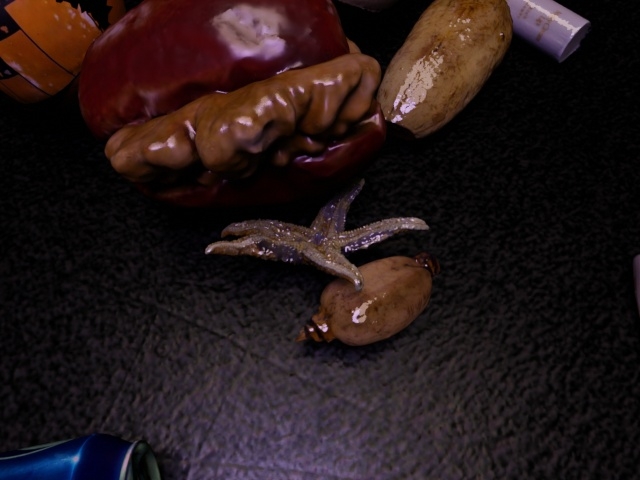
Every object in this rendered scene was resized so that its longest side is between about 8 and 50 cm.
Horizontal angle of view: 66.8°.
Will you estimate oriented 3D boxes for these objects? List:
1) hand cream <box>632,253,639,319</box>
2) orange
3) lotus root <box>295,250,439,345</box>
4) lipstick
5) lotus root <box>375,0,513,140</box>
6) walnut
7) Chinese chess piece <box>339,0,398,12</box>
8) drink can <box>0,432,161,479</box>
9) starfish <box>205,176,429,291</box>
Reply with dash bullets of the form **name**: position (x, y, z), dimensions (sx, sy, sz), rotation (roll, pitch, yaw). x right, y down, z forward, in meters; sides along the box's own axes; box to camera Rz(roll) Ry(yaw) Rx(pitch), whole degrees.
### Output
- **hand cream**: position (0.331, 0.080, 0.460), dimensions (0.057, 0.037, 0.165), rotation (2, 69, 0)
- **orange**: position (-0.306, -0.251, 0.509), dimensions (0.182, 0.234, 0.234), rotation (-14, 62, -26)
- **lotus root**: position (0.046, 0.058, 0.443), dimensions (0.152, 0.063, 0.072), rotation (-24, 53, -15)
- **lipstick**: position (0.234, -0.334, 0.659), dimensions (0.059, 0.059, 0.264), rotation (-40, 69, -19)
- **lotus root**: position (0.153, -0.218, 0.577), dimensions (0.110, 0.097, 0.258), rotation (31, 69, 12)
- **walnut**: position (-0.081, -0.121, 0.454), dimensions (0.269, 0.221, 0.244), rotation (-19, 38, 7)
- **Chinese chess piece**: position (0.017, -0.399, 0.620), dimensions (0.250, 0.103, 0.249), rotation (16, 45, -17)
- **drink can**: position (-0.219, 0.206, 0.331), dimensions (0.205, 0.118, 0.118), rotation (-8, 62, -6)
- **starfish**: position (0.000, 0.000, 0.457), dimensions (0.208, 0.053, 0.176), rotation (-15, 26, -9)
